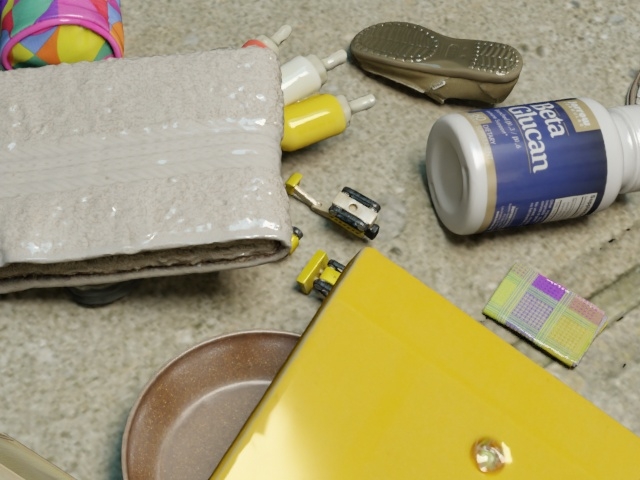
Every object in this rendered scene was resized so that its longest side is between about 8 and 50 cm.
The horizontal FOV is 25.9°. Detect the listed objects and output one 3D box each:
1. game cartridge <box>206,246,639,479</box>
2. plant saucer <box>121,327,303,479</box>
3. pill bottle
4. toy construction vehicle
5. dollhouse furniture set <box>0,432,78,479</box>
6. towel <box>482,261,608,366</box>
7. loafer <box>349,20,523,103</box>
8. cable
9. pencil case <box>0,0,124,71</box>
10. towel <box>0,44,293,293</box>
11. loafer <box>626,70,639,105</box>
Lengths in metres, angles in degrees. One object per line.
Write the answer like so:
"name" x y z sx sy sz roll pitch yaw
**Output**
"game cartridge" 0.064 0.201 0.864 0.285 0.053 0.324 36 57 -2
"plant saucer" -0.033 0.151 0.924 0.198 0.036 0.198 5 53 -7
"pill bottle" 0.176 -0.062 1.083 0.169 0.094 0.094 -9 57 -17
"toy construction vehicle" 0.000 0.000 1.047 0.098 0.035 0.086 28 65 13
"dollhouse furniture set" -0.226 0.232 0.784 0.212 0.161 0.242 31 82 12
"towel" 0.170 0.056 1.049 0.083 0.009 0.060 31 55 13
"loafer" 0.094 -0.142 1.156 0.148 0.050 0.056 16 48 20
"cable" -0.100 -0.073 1.052 0.139 0.072 0.287 41 57 22
"pencil case" -0.214 -0.225 1.128 0.104 0.104 0.236 -1 53 -12
"towel" -0.163 -0.055 1.000 0.282 0.049 0.187 -6 56 4
"loafer" 0.293 -0.140 1.197 0.045 0.039 0.125 20 53 3
